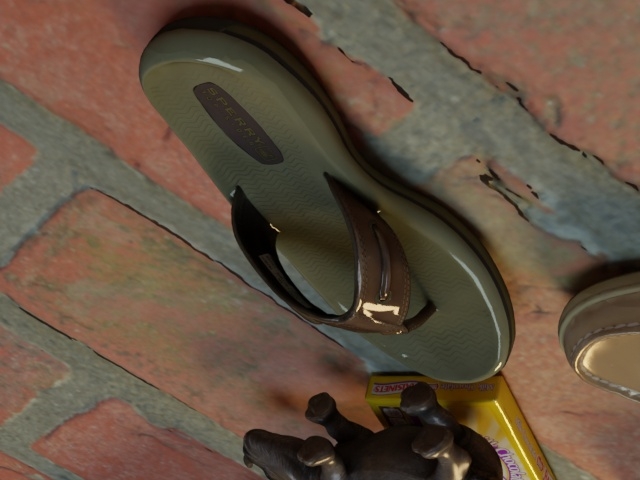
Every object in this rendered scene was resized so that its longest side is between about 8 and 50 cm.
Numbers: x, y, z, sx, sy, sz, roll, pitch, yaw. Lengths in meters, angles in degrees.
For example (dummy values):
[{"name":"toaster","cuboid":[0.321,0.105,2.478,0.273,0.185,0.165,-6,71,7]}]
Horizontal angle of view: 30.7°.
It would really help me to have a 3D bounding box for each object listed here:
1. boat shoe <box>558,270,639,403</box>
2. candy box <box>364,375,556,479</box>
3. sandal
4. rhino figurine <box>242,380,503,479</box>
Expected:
[{"name":"boat shoe","cuboid":[0.285,0.092,0.666,0.302,0.098,0.109,11,142,10]},{"name":"candy box","cuboid":[0.120,0.171,0.897,0.105,0.027,0.206,-6,137,27]},{"name":"sandal","cuboid":[-0.002,0.000,0.684,0.120,0.086,0.303,-20,129,40]},{"name":"rhino figurine","cuboid":[0.027,0.167,0.856,0.243,0.073,0.106,-11,130,42]}]
